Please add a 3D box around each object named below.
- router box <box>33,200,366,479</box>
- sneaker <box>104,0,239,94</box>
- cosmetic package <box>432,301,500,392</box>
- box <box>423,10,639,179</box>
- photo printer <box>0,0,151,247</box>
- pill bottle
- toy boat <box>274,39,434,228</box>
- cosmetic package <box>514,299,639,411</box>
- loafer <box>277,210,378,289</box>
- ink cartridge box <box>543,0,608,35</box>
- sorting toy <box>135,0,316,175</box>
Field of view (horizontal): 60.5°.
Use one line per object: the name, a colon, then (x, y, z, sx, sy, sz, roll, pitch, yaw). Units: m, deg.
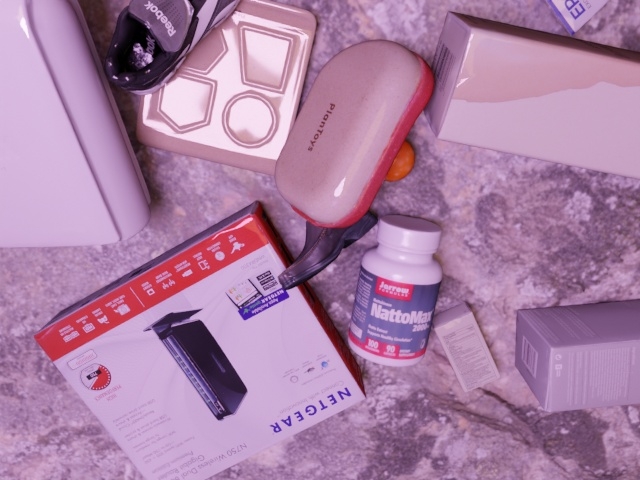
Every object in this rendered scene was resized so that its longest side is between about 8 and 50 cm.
router box: (-0.153, 0.157, 0.759, 0.336, 0.082, 0.301, -29, 105, 7)
sneaker: (-0.153, -0.247, 0.588, 0.078, 0.106, 0.234, 40, 105, -14)
cosmetic package: (0.207, 0.153, 0.786, 0.060, 0.041, 0.115, -24, 105, 6)
box: (0.289, -0.163, 0.634, 0.311, 0.148, 0.121, 9, 119, -5)
photo printer: (-0.349, -0.139, 0.598, 0.256, 0.107, 0.307, 0, 125, 13)
pill bottle: (0.102, 0.063, 0.725, 0.108, 0.108, 0.180, 7, 106, -3)
toy boat: (0.059, -0.119, 0.669, 0.151, 0.151, 0.231, 19, 102, -42)
cosmetic package: (0.403, 0.150, 0.747, 0.238, 0.127, 0.107, -2, 106, 1)
loafer: (0.000, 0.000, 0.698, 0.061, 0.170, 0.062, 51, 142, -1)
ink cartridge box: (0.301, -0.449, 0.604, 0.307, 0.072, 0.303, -41, 104, 12)
sorting toy: (-0.120, -0.199, 0.684, 0.193, 0.038, 0.208, 13, 110, -5)
